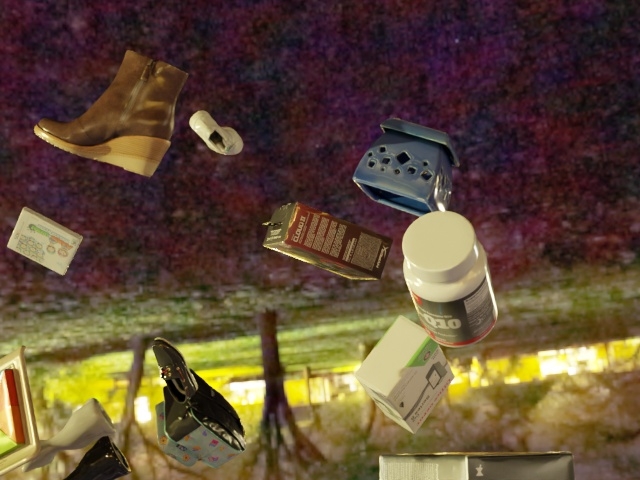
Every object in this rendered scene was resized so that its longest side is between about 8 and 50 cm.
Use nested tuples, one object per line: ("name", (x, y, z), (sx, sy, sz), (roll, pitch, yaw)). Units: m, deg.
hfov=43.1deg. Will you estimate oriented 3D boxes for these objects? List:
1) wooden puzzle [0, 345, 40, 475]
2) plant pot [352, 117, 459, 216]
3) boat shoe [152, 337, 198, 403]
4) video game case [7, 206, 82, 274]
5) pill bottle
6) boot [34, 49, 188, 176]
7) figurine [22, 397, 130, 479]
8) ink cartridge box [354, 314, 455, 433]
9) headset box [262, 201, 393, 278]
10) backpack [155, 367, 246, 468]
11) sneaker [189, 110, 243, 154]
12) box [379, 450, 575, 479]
("wooden puzzle", (-0.655, 0.356, 1.623), (0.221, 0.238, 0.044), (-30, 152, 27))
("plant pot", (0.254, -0.201, 2.248), (0.236, 0.212, 0.236), (20, 173, 22))
("boat shoe", (-0.263, 0.231, 1.438), (0.049, 0.133, 0.042), (-5, -149, 33))
("video game case", (-0.690, 0.003, 2.028), (0.157, 0.019, 0.143), (29, 126, -11))
("pill bottle", (0.252, 0.078, 1.586), (0.161, 0.161, 0.283), (-8, 144, 14))
("boot", (-0.377, -0.244, 1.468), (0.249, 0.206, 0.090), (17, -178, 6))
("figurine", (-0.542, 0.468, 1.744), (0.210, 0.215, 0.092), (-30, 129, -10))
("ink cartridge box", (0.223, 0.348, 2.079), (0.115, 0.198, 0.273), (29, 164, 35))
("headset box", (0.000, 0.000, 2.024), (0.293, 0.110, 0.218), (21, 171, -16))
("backpack", (-0.248, 0.386, 1.687), (0.144, 0.166, 0.188), (-43, 124, 12))
("sneaker", (-0.262, -0.261, 2.144), (0.080, 0.094, 0.212), (-47, 151, 8))
("box", (0.360, 0.606, 1.904), (0.294, 0.211, 0.395), (5, 164, -23))
